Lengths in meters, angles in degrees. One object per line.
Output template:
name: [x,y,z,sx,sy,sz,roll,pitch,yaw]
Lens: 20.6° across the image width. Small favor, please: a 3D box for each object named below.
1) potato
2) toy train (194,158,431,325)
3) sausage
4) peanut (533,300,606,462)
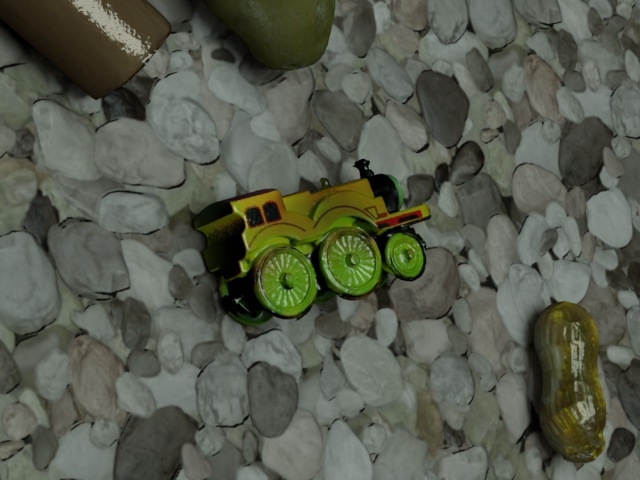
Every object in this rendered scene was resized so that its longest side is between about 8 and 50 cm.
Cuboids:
potato: [-0.061,-0.287,2.025,0.157,0.157,0.194,-33,113,-37]
toy train: [0.000,0.000,2.020,0.296,0.100,0.160,-15,87,-38]
sausage: [-0.286,-0.268,1.855,0.253,0.123,0.123,43,58,-21]
peanut: [0.315,0.179,2.224,0.087,0.087,0.206,4,75,-36]
